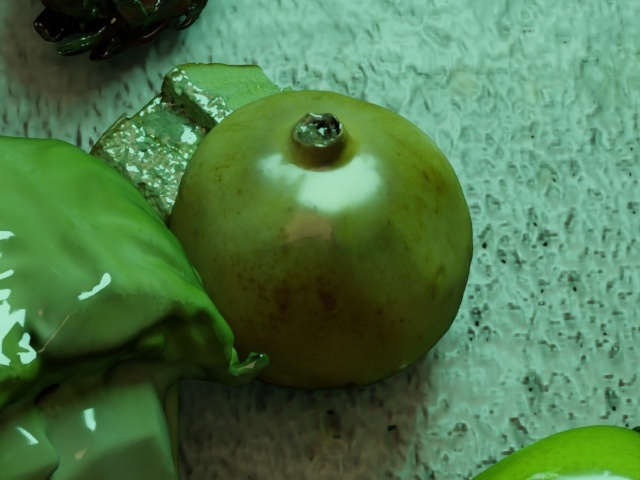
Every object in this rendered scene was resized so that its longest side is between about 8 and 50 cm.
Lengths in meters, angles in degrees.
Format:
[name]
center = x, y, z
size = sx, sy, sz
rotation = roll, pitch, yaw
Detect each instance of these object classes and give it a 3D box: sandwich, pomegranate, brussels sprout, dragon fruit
[sandwich]
center = -0.111, -0.067, 1.280
size = 0.090, 0.088, 0.244
rotation = 40, 70, 14
[pomegranate]
center = -0.001, 0.004, 1.181
size = 0.233, 0.233, 0.233
rotation = 1, 66, -2
[brussels sprout]
center = -0.277, 0.128, 1.064
size = 0.361, 0.342, 0.425
rotation = 26, 60, 39
[dragon fruit]
center = -0.160, -0.247, 1.318
size = 0.182, 0.182, 0.188
rotation = 40, 30, 15

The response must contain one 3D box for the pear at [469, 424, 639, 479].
[pear]
center = 0.145, 0.262, 1.107
size = 0.292, 0.159, 0.292
rotation = 0, 67, 1
